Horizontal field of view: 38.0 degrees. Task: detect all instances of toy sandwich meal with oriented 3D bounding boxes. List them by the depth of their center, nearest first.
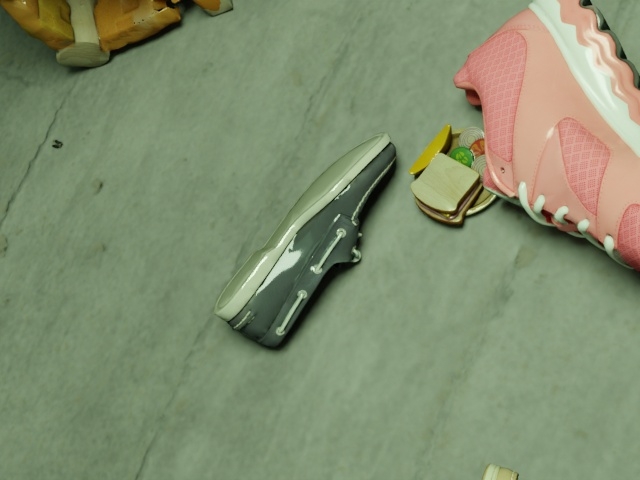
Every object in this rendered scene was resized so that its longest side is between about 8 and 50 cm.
[{"bbox_3d":[0.108,-0.056,0.749,0.085,0.029,0.085,-8,69,21],"label":"toy sandwich meal"}]

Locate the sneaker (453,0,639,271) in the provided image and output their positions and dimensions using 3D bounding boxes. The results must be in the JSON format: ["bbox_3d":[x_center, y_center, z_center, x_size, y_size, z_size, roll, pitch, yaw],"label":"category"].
[{"bbox_3d":[0.194,-0.044,0.677,0.136,0.116,0.314,-31,55,20],"label":"sneaker"}]

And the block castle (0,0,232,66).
[{"bbox_3d":[-0.133,-0.360,0.808,0.453,0.303,0.213,-19,72,17],"label":"block castle"}]

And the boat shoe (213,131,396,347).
[{"bbox_3d":[0.000,0.000,0.772,0.065,0.075,0.206,42,85,-14],"label":"boat shoe"}]

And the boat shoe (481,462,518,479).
[{"bbox_3d":[0.135,0.236,0.622,0.059,0.063,0.170,-4,80,19],"label":"boat shoe"}]
